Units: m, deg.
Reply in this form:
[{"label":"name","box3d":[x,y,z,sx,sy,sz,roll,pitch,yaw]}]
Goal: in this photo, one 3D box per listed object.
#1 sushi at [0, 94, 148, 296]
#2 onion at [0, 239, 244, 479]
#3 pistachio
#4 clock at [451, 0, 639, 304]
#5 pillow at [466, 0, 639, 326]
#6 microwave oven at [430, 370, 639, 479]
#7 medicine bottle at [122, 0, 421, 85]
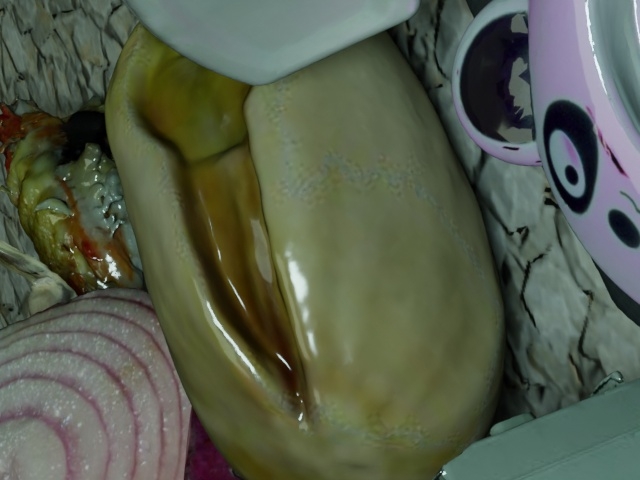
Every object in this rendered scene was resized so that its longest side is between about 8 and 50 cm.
[{"label":"sushi","box3d":[-0.149,-0.026,1.237,0.226,0.103,0.097,50,172,31]},{"label":"onion","box3d":[-0.092,0.167,1.106,0.256,0.230,0.272,-1,61,37]},{"label":"pistachio","box3d":[0.000,0.000,0.930,0.166,0.197,0.288,-21,71,20]},{"label":"clock","box3d":[0.163,-0.073,0.565,0.227,0.090,0.248,50,125,20]},{"label":"pillow","box3d":[0.123,-0.091,0.708,0.161,0.092,0.335,-36,75,57]},{"label":"microwave oven","box3d":[0.105,0.219,0.825,0.237,0.181,0.295,62,150,20]},{"label":"medicine bottle","box3d":[-0.055,-0.240,0.834,0.179,0.124,0.324,42,-153,-54]}]
